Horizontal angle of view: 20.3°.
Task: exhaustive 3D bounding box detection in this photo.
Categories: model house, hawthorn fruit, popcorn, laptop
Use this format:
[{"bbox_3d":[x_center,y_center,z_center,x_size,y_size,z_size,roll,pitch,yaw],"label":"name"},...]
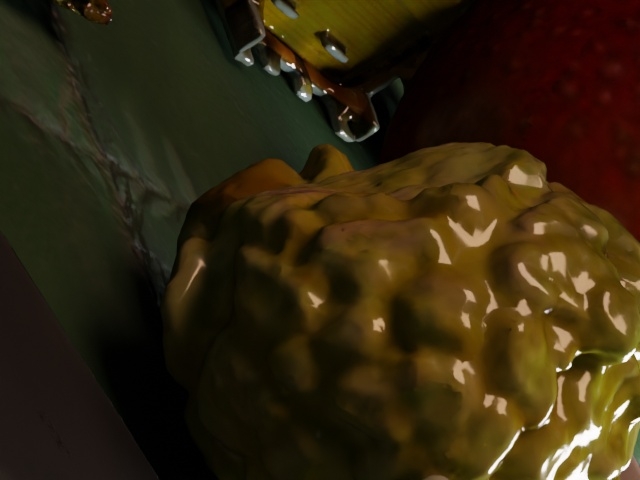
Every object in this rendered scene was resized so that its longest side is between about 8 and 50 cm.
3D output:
[{"bbox_3d":[0.029,-0.223,1.287,0.224,0.198,0.215,31,37,-54],"label":"model house"},{"bbox_3d":[0.168,-0.021,1.127,0.284,0.285,0.369,52,52,-16],"label":"hawthorn fruit"},{"bbox_3d":[0.041,0.059,0.837,0.259,0.259,0.212,-25,108,-73],"label":"popcorn"},{"bbox_3d":[-0.108,0.077,0.702,0.180,0.016,0.129,57,17,1],"label":"laptop"}]

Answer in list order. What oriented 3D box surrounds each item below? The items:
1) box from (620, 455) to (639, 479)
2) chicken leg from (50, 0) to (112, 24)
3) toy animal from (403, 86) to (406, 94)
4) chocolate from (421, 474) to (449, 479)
[{"bbox_3d":[0.162,0.179,1.128,0.146,0.088,0.200,43,23,-34],"label":"box"},{"bbox_3d":[-0.131,-0.161,0.992,0.093,0.070,0.178,63,7,-3],"label":"chicken leg"},{"bbox_3d":[0.159,-0.103,1.423,0.226,0.188,0.358,70,19,-59],"label":"toy animal"},{"bbox_3d":[0.127,0.253,0.675,0.301,0.137,0.289,43,0,-42],"label":"chocolate"}]
